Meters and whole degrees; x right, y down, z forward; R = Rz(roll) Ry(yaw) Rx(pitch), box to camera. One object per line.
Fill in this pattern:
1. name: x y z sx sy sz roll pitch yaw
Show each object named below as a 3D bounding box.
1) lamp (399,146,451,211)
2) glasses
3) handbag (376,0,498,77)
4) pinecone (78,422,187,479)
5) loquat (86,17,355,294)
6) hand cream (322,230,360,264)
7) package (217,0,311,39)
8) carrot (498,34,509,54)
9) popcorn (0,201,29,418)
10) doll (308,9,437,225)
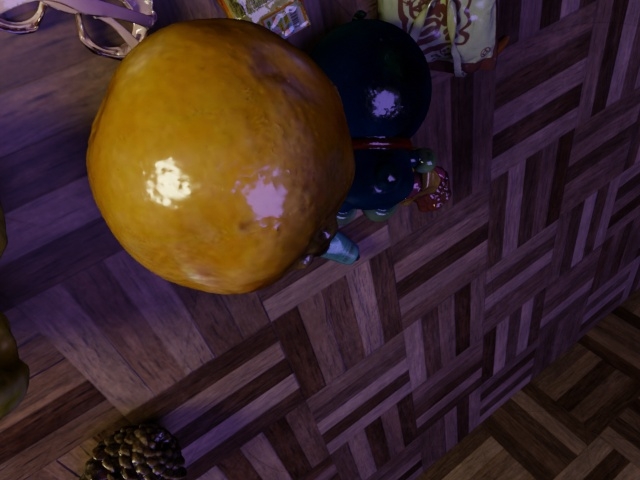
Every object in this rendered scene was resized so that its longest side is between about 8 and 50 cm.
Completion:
1. lamp: 0.156 -0.136 0.904 0.253 0.118 0.118 18 106 -37
2. glasses: -0.270 -0.288 0.482 0.255 0.095 0.162 0 113 -41
3. handbag: 0.185 -0.378 0.738 0.213 0.127 0.235 -4 136 10
4. pinecone: -0.358 0.444 0.856 0.204 0.179 0.184 -38 120 5
5. loquat: -0.113 -0.097 0.567 0.328 0.328 0.328 -20 129 -26
6. hand cream: 0.000 0.000 0.925 0.224 0.048 0.083 27 100 -39
7. package: -0.075 -0.327 0.649 0.120 0.031 0.108 -34 134 -7
8. carrot: 0.339 -0.379 0.932 0.142 0.035 0.035 -37 135 -22
9. popcorn: -0.462 0.064 0.436 0.292 0.293 0.334 10 114 -9
10. doll: 0.075 -0.188 0.701 0.198 0.186 0.322 -10 92 -17
